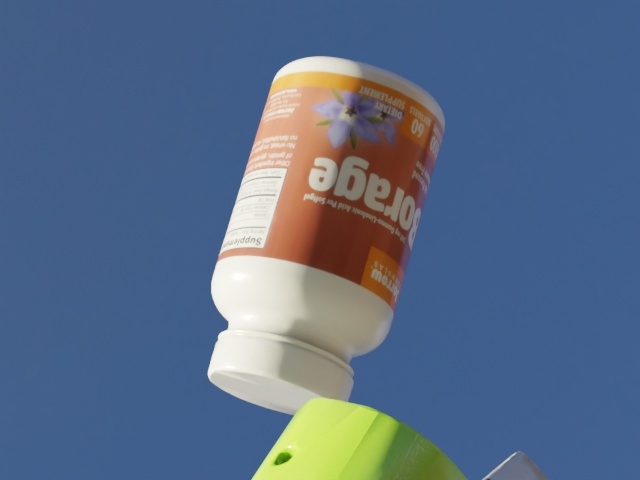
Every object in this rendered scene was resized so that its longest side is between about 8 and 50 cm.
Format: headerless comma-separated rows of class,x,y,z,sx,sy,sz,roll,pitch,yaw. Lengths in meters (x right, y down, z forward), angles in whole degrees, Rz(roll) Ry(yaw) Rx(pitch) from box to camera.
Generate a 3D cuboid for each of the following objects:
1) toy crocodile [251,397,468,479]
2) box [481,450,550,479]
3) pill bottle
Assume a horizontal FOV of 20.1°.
toy crocodile,0.029,0.204,0.651,0.115,0.105,0.340,-41,-52,-47
box,0.091,0.238,0.904,0.181,0.119,0.182,45,-68,11
pill bottle,0.000,0.000,1.176,0.121,0.121,0.216,24,-109,-24
